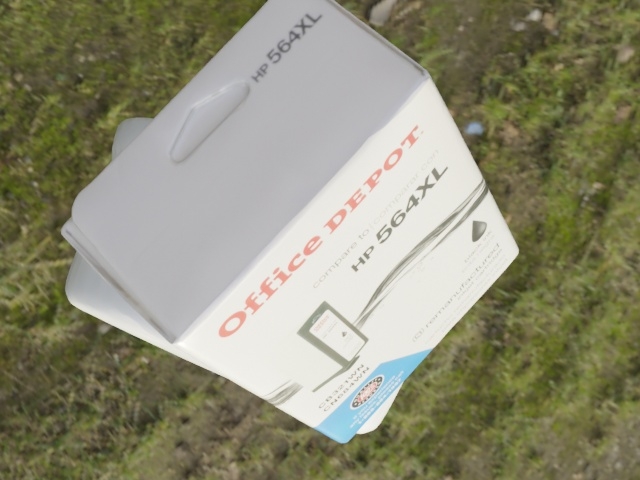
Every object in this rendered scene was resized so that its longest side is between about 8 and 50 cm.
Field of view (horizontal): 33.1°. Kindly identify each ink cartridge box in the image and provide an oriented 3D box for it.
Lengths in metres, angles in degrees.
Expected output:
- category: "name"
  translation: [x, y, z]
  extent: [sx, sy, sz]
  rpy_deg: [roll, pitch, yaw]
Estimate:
- category: "ink cartridge box"
  translation: [0.000, 0.000, 0.510]
  extent: [0.148, 0.086, 0.203]
  rpy_deg: [-47, 152, -1]

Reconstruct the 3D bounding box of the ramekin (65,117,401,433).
- category: "ramekin"
  translation: [-0.049, 0.034, 0.790]
  extent: [0.277, 0.277, 0.135]
  rpy_deg: [31, 79, -36]
